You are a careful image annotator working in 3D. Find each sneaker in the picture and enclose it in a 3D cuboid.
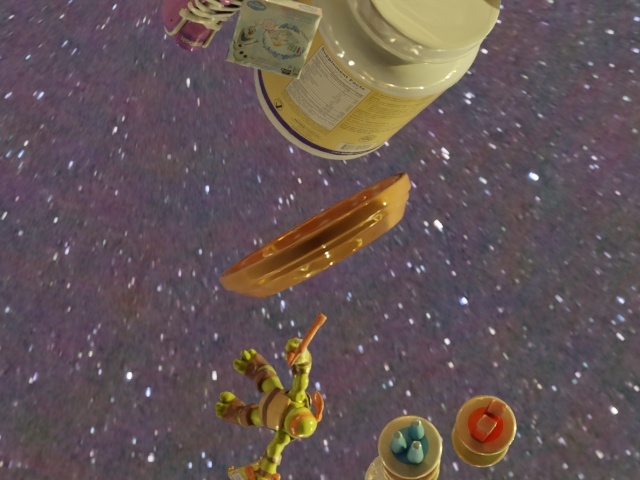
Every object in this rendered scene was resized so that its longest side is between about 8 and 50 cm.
[{"bbox_3d":[-0.119,-0.310,1.290,0.102,0.282,0.161,18,-86,-30],"label":"sneaker"}]

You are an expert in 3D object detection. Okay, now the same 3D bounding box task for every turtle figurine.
[{"bbox_3d":[-0.055,0.215,1.378,0.087,0.217,0.269,12,-87,-30],"label":"turtle figurine"}]

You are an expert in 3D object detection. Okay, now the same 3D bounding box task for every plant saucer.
[{"bbox_3d":[0.000,0.000,0.942,0.200,0.200,0.037,-29,-84,3],"label":"plant saucer"}]

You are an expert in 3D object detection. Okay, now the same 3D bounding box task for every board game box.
[{"bbox_3d":[-0.055,-0.239,1.178,0.090,0.020,0.090,13,-49,-14],"label":"board game box"}]

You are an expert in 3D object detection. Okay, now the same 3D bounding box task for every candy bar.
[{"bbox_3d":[-0.100,0.337,1.465,0.018,0.161,0.040,-32,-92,-29],"label":"candy bar"}]

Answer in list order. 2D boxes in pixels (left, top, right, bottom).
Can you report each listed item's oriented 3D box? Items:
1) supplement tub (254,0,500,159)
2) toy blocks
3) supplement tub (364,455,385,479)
[{"bbox_3d":[0.069,-0.274,1.378,0.241,0.331,0.241,8,-111,-22],"label":"supplement tub"},{"bbox_3d":[0.108,0.165,0.856,0.123,0.148,0.054,-21,-112,-3],"label":"toy blocks"},{"bbox_3d":[0.106,0.308,1.235,0.071,0.071,0.107,-35,-50,5],"label":"supplement tub"}]
